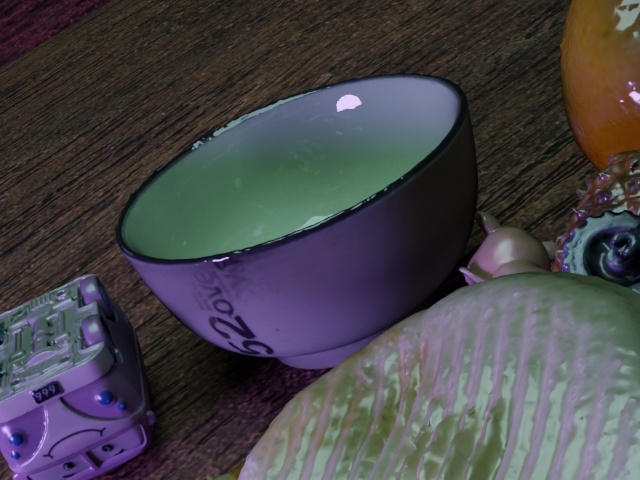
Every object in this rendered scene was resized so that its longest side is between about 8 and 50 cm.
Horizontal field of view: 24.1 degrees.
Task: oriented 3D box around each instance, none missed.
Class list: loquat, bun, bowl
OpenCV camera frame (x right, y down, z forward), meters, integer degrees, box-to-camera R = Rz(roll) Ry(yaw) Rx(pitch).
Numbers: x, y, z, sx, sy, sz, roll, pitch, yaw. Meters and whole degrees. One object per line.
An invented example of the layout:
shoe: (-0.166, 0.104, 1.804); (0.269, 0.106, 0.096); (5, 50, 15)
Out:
loquat: (0.347, -0.171, 1.379); (0.275, 0.275, 0.275); (-19, 24, 9)
bun: (0.105, 0.196, 0.876); (0.365, 0.219, 0.365); (-32, 32, 24)
bowl: (0.000, 0.000, 1.436); (0.354, 0.185, 0.354); (-19, 24, 9)

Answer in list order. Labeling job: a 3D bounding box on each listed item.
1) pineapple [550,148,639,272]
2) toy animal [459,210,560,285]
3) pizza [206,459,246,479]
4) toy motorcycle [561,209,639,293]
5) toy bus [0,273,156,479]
pineapple: (0.235, 0.056, 1.182); (0.158, 0.158, 0.278); (1, 43, 41)
toy animal: (0.182, 0.039, 1.331); (0.089, 0.083, 0.150); (-35, 39, 12)
pizza: (-0.074, 0.235, 1.177); (0.188, 0.062, 0.199); (9, 31, 30)
toy motorcycle: (0.299, 0.064, 1.062); (0.159, 0.106, 0.270); (-32, 62, -15)
toy bus: (-0.237, 0.135, 1.412); (0.142, 0.142, 0.202); (-23, 23, -1)
